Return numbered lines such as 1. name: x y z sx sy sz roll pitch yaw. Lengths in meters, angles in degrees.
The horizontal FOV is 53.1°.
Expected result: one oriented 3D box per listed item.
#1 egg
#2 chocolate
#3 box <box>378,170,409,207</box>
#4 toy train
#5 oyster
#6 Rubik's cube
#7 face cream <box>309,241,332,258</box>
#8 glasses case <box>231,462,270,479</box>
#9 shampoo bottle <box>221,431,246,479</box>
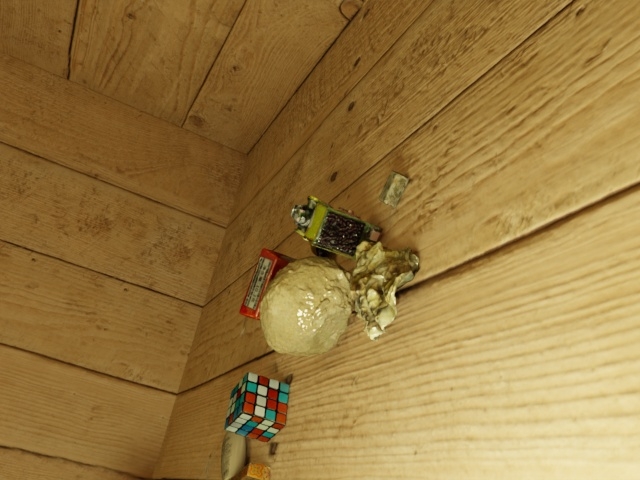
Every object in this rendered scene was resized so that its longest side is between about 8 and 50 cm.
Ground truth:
1. egg: -0.041 0.190 1.850 0.310 0.279 0.279 -56 18 -1
2. chocolate: -0.117 0.173 2.127 0.108 0.235 0.237 19 88 61
3. box: 0.211 -0.148 1.841 0.098 0.045 0.062 -65 20 6
4. toy train: 0.045 -0.036 1.871 0.177 0.261 0.134 26 96 58
5. oyster: 0.148 0.110 1.619 0.237 0.115 0.351 -59 21 27
6. Rubik's cube: -0.205 0.541 2.073 0.154 0.155 0.151 -51 25 41
7. face cream: 0.000 0.000 2.219 0.078 0.078 0.273 -60 20 24
8. glasses case: -0.237 0.769 2.037 0.218 0.075 0.049 -52 22 43
9. shampoo bottle: -0.305 0.749 2.243 0.127 0.078 0.256 -56 23 22
